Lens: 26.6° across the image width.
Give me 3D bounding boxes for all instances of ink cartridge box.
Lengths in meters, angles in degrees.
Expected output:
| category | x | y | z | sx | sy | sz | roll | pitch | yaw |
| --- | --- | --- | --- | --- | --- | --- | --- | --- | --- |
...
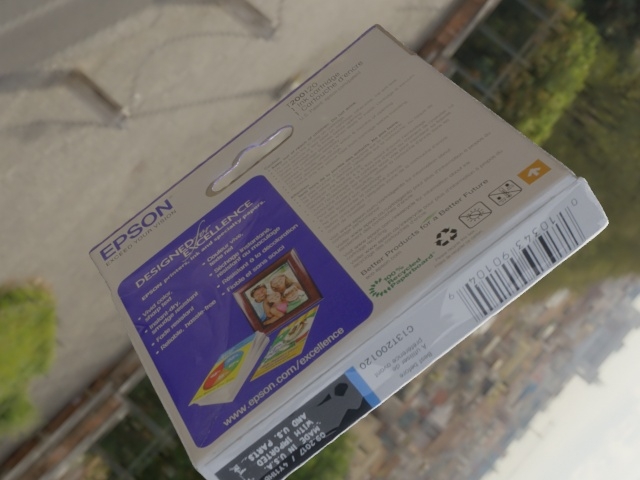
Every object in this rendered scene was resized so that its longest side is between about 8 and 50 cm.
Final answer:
| category | x | y | z | sx | sy | sz | roll | pitch | yaw |
| --- | --- | --- | --- | --- | --- | --- | --- | --- | --- |
| ink cartridge box | 0.000 | 0.000 | 0.660 | 0.206 | 0.208 | 0.045 | -38 | 125 | -1 |
